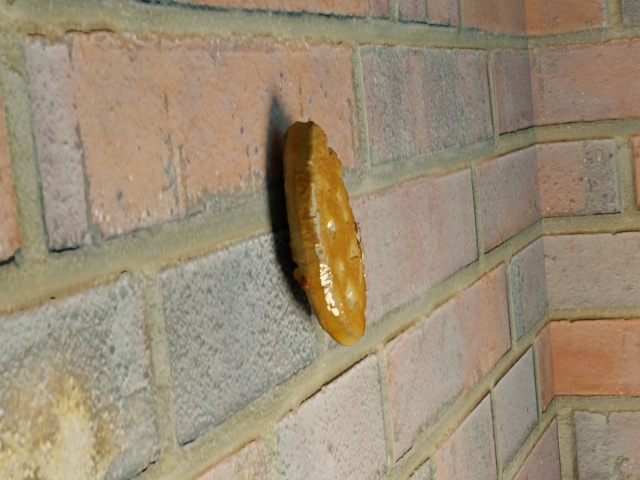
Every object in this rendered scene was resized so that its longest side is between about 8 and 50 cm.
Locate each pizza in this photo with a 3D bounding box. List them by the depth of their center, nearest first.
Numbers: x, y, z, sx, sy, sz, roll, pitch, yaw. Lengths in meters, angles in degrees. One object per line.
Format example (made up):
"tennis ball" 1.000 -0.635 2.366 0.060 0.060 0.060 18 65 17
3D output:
"pizza" -0.002 0.000 1.286 0.127 0.058 0.246 -58 138 -54
